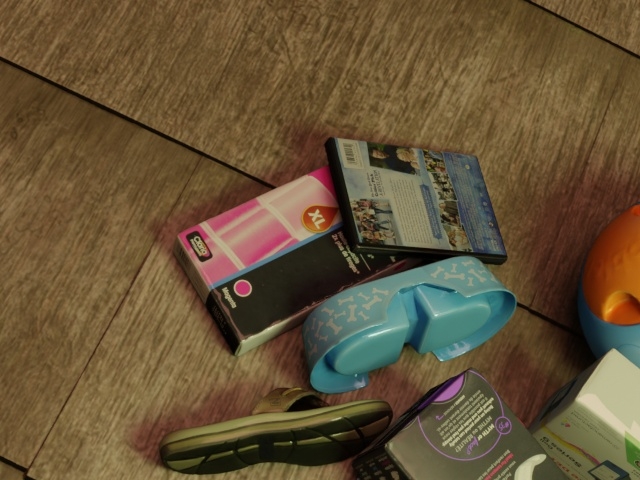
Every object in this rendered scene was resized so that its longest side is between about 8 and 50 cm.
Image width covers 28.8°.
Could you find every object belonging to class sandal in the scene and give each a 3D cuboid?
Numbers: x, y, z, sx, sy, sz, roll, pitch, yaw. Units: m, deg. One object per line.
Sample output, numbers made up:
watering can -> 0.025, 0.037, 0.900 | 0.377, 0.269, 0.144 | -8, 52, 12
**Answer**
sandal -> -0.053, 0.227, 1.569 | 0.303, 0.120, 0.086 | -4, 53, -13

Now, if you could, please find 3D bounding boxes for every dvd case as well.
dvd case -> 0.134, -0.053, 1.736 | 0.253, 0.022, 0.180 | 5, 57, -29

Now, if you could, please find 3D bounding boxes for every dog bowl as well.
dog bowl -> 0.110, 0.106, 1.636 | 0.297, 0.166, 0.074 | -16, 59, -18

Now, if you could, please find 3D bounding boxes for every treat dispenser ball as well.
treat dispenser ball -> 0.488, 0.077, 1.653 | 0.288, 0.288, 0.288 | 5, 65, -10

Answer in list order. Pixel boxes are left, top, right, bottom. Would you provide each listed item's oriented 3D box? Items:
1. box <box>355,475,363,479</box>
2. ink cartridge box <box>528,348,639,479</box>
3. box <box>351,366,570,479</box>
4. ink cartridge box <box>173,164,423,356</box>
box -> 0.072, 0.328, 1.598 | 0.083, 0.018, 0.067 | -39, 80, -25
ink cartridge box -> 0.371, 0.246, 1.593 | 0.154, 0.212, 0.093 | 39, 67, 6
box -> 0.197, 0.319, 1.546 | 0.165, 0.143, 0.270 | -38, 85, -24
ink cartridge box -> 0.000, 0.000, 1.713 | 0.371, 0.069, 0.175 | -25, 73, -24
